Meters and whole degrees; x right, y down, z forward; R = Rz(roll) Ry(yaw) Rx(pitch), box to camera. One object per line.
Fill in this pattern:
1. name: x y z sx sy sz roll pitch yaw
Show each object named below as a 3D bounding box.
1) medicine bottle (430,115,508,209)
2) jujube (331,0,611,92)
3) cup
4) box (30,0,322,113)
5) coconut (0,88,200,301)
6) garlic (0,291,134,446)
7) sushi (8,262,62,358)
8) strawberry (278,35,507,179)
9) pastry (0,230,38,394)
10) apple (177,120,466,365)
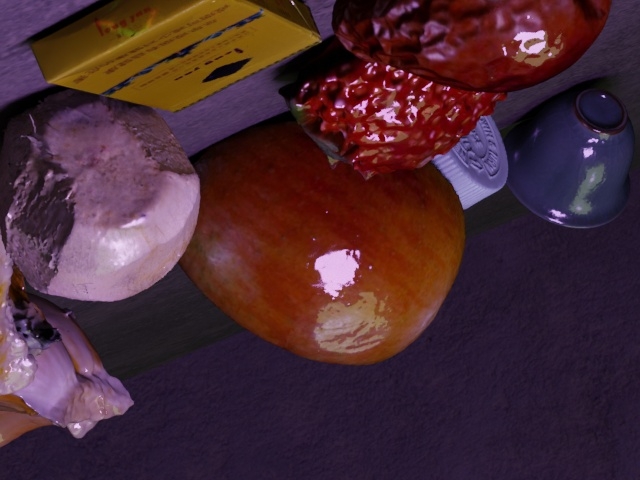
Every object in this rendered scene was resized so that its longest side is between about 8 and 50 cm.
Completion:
1. medicine bottle: 0.047 -0.061 2.242 0.318 0.158 0.158 -28 171 31
2. jujube: 0.119 -0.198 1.556 0.236 0.168 0.168 -7 -175 41
3. cup: 0.368 -0.138 2.694 0.199 0.199 0.150 -19 153 -28
4. box: -0.107 -0.159 1.537 0.153 0.041 0.279 -26 172 14
5. coconut: -0.192 -0.035 1.645 0.194 0.194 0.194 -23 172 -3
6. garlic: -0.408 0.163 2.251 0.313 0.249 0.286 -4 -162 25
7. sushi: -0.402 0.089 1.995 0.274 0.139 0.184 -21 171 9
8. strawberry: 0.120 -0.158 1.890 0.306 0.138 0.233 -22 171 4
9. pastry: -0.335 0.056 1.814 0.121 0.089 0.258 -18 140 -16
10. apple: 0.000 0.000 2.097 0.346 0.254 0.179 21 176 -22
